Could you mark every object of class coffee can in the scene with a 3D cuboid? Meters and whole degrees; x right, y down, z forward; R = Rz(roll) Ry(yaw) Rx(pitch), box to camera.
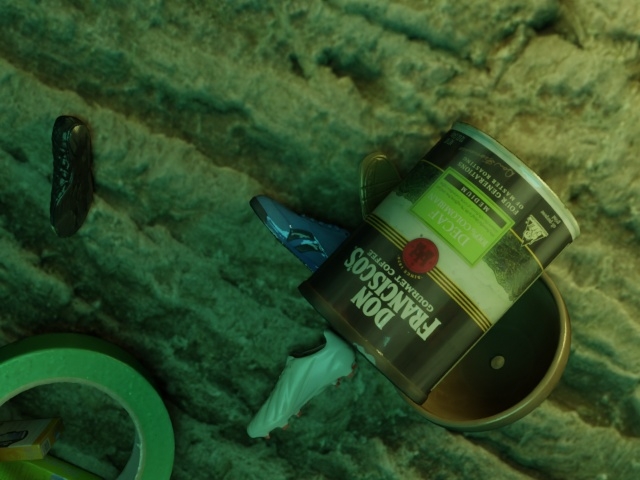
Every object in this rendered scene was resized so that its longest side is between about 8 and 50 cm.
[{"bbox_3d":[0.138,0.026,1.142,0.201,0.201,0.275,43,89,-7],"label":"coffee can"}]

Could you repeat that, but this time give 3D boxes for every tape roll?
[{"bbox_3d":[-0.369,0.293,1.355,0.321,0.077,0.321,-4,103,-17],"label":"tape roll"}]

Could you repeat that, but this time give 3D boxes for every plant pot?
[{"bbox_3d":[0.210,0.139,1.235,0.237,0.237,0.110,-24,144,16],"label":"plant pot"}]

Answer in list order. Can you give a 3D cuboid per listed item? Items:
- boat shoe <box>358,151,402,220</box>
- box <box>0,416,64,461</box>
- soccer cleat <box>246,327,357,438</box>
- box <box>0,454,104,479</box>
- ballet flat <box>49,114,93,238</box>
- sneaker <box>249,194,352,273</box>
[{"bbox_3d":[0.079,-0.036,1.247,0.063,0.059,0.170,-20,110,-13],"label":"boat shoe"},{"bbox_3d":[-0.463,0.300,1.439,0.136,0.081,0.028,-8,108,12],"label":"box"},{"bbox_3d":[-0.036,0.201,1.349,0.196,0.068,0.076,-40,94,12],"label":"soccer cleat"},{"bbox_3d":[-0.417,0.389,1.483,0.178,0.042,0.109,24,112,-1],"label":"box"},{"bbox_3d":[-0.342,-0.086,1.312,0.049,0.057,0.173,30,117,42],"label":"ballet flat"},{"bbox_3d":[0.000,0.000,1.276,0.209,0.069,0.082,42,91,-4],"label":"sneaker"}]
